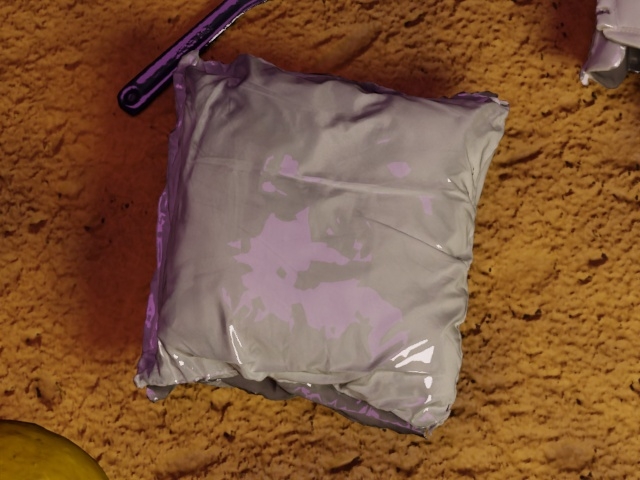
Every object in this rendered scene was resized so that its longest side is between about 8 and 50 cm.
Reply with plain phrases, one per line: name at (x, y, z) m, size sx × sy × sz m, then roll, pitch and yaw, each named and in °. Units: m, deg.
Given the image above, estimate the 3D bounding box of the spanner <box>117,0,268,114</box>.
spanner at (-0.097, -0.184, 1.605) m, size 0.208 × 0.012 × 0.046 m, roll -42°, pitch 75°, yaw -4°

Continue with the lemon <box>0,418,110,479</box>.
lemon at (-0.249, 0.251, 1.403) m, size 0.240 × 0.240 × 0.219 m, roll 22°, pitch 56°, yaw 13°

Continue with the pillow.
pillow at (0.000, 0.000, 1.478) m, size 0.283 × 0.138 × 0.310 m, roll 5°, pitch 73°, yaw 9°

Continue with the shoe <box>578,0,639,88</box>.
shoe at (0.268, -0.196, 1.507) m, size 0.159 × 0.124 × 0.316 m, roll -36°, pitch 74°, yaw 4°
